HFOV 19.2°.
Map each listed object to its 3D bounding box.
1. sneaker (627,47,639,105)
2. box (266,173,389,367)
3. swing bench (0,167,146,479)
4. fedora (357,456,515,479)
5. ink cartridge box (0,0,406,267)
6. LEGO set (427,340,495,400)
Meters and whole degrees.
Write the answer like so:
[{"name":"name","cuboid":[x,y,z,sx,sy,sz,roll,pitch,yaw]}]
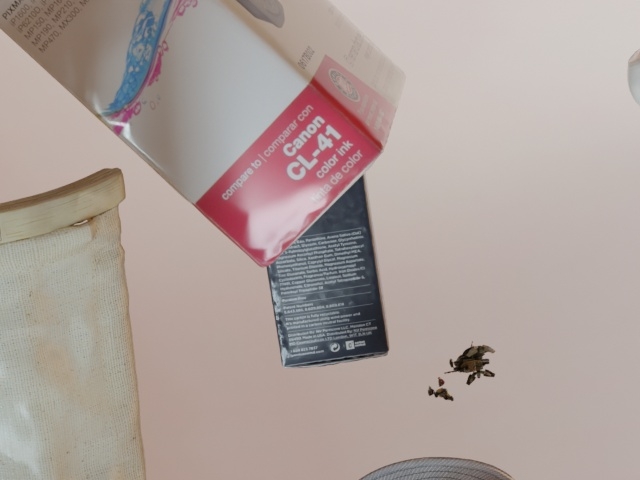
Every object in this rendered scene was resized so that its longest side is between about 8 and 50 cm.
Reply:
[{"name":"sneaker","cuboid":[0.218,-0.156,0.877,0.152,0.114,0.305,54,154,6]},{"name":"box","cuboid":[0.000,0.000,1.853,0.153,0.108,0.207,-91,-7,-72]},{"name":"swing bench","cuboid":[-0.237,0.064,1.162,0.255,0.165,0.253,25,127,46]},{"name":"fedora","cuboid":[0.088,0.334,1.647,0.275,0.244,0.124,-62,33,25]},{"name":"ink cartridge box","cuboid":[-0.094,-0.153,1.342,0.306,0.131,0.226,44,-161,-9]},{"name":"LEGO set","cuboid":[0.134,0.120,1.783,0.054,0.083,0.023,37,-149,-44]}]
